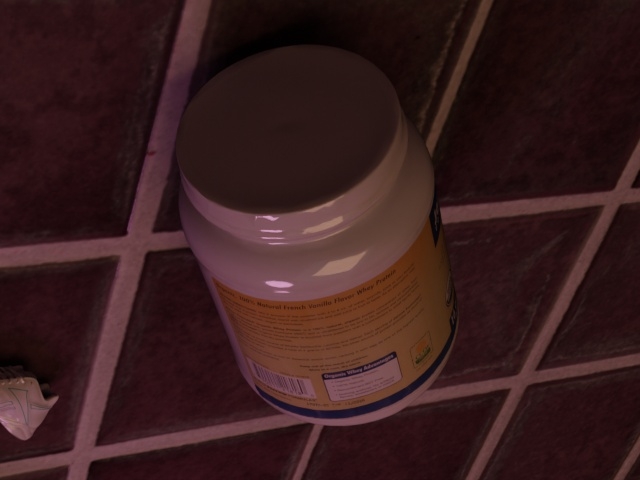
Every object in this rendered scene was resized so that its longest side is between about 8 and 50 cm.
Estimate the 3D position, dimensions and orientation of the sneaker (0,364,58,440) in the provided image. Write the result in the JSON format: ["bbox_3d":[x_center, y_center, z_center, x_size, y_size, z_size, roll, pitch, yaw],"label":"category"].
[{"bbox_3d":[-0.313,0.142,1.394,0.061,0.054,0.152,-45,147,1],"label":"sneaker"}]

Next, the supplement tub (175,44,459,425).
[{"bbox_3d":[0.000,0.000,1.310,0.228,0.228,0.316,-26,142,-8],"label":"supplement tub"}]
